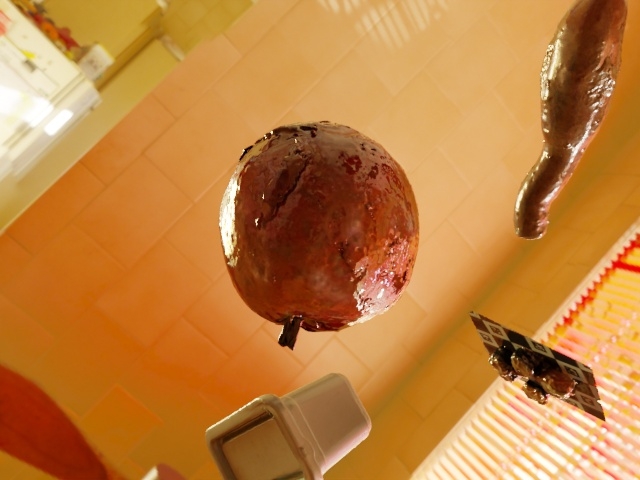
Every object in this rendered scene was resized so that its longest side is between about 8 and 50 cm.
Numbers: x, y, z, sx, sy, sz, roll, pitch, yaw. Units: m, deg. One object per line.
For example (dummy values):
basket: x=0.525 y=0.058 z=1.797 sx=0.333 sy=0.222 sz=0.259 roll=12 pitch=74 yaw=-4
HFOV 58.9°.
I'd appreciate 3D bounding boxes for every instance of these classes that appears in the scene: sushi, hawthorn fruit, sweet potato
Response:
sushi: x=0.329 y=0.212 z=0.894 sx=0.210 sy=0.040 sz=0.193 roll=24 pitch=-24 yaw=46
hawthorn fruit: x=0.005 y=-0.014 z=0.805 sx=0.316 sy=0.316 sz=0.316 roll=44 pitch=-7 yaw=6
sweet potato: x=0.358 y=-0.177 z=0.824 sx=0.109 sy=0.109 sz=0.385 roll=39 pitch=-41 yaw=40

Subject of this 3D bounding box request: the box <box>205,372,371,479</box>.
box: x=-0.056 y=0.360 z=1.044 sx=0.312 sy=0.182 sz=0.175 roll=-43 pitch=-107 yaw=47
